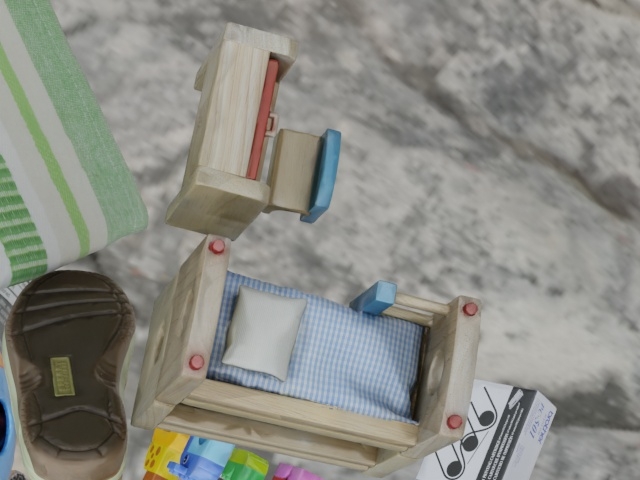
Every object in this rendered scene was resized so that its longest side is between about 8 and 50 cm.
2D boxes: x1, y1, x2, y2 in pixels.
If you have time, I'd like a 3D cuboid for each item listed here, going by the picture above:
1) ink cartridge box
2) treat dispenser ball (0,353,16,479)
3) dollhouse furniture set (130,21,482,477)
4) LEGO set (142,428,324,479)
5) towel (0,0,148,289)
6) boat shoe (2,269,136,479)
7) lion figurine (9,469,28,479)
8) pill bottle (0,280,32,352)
[{"bbox_3d":[0.143,0.236,1.817,0.097,0.046,0.207,8,66,41],"label":"ink cartridge box"},{"bbox_3d":[-0.399,0.156,1.590,0.288,0.288,0.288,-6,74,23],"label":"treat dispenser ball"},{"bbox_3d":[0.000,0.000,0.883,0.129,0.129,0.184,13,72,-12],"label":"dollhouse furniture set"},{"bbox_3d":[-0.095,0.193,1.444,0.093,0.087,0.227,-64,20,-10],"label":"LEGO set"},{"bbox_3d":[-0.223,-0.080,0.966,0.038,0.325,0.248,-25,92,26],"label":"towel"},{"bbox_3d":[-0.129,0.085,0.964,0.068,0.190,0.072,1,119,-4],"label":"boat shoe"},{"bbox_3d":[-0.432,0.332,1.893,0.240,0.392,0.142,-21,80,37],"label":"lion figurine"},{"bbox_3d":[-0.407,0.033,1.967,0.210,0.210,0.363,14,69,27],"label":"pill bottle"}]
